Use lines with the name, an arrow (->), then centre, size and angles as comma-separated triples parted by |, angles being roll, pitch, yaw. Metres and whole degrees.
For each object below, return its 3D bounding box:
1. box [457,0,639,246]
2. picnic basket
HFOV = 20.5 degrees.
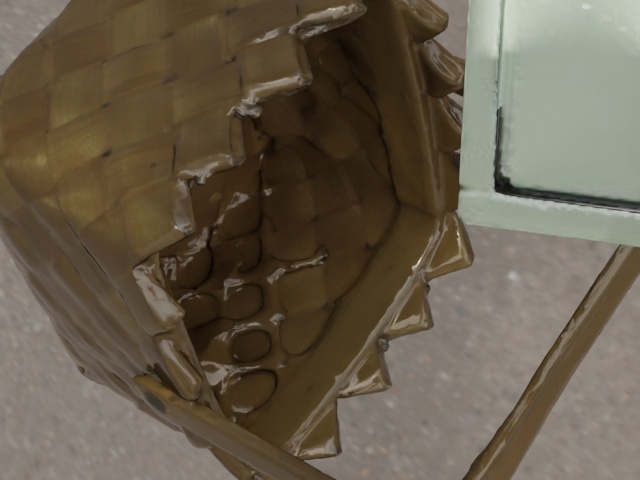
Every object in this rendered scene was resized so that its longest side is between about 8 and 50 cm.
box -> 0.167, -0.115, 0.517 | 0.225, 0.117, 0.225 | 8, 116, 15
picnic basket -> 0.000, 0.000, 0.947 | 0.254, 0.321, 0.291 | -53, 149, -22
